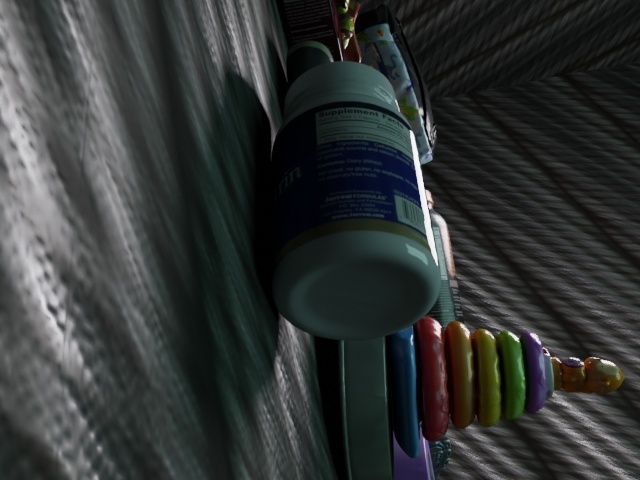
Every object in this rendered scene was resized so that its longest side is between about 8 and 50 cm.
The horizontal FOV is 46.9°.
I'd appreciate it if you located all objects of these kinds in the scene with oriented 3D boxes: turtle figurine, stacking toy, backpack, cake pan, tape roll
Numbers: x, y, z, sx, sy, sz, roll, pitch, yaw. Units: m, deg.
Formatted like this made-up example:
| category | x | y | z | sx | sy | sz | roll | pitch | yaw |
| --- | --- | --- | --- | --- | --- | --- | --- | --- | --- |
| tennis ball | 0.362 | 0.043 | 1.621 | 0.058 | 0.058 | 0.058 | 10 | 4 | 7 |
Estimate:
| category | x | y | z | sx | sy | sz | roll | pitch | yaw |
| --- | --- | --- | --- | --- | --- | --- | --- | --- | --- |
| turtle figurine | 0.014 | -0.408 | 1.205 | 0.217 | 0.087 | 0.269 | 61 | 10 | -59 |
| stacking toy | 0.244 | 0.179 | 0.974 | 0.175 | 0.302 | 0.165 | -59 | 145 | -77 |
| backpack | 0.156 | -0.325 | 1.770 | 0.355 | 0.273 | 0.290 | 60 | -3 | 24 |
| cake pan | 0.064 | 0.184 | 0.969 | 0.293 | 0.054 | 0.293 | -3 | 90 | -84 |
| tape roll | 0.168 | 0.486 | 1.349 | 0.275 | 0.090 | 0.274 | -9 | 90 | -81 |

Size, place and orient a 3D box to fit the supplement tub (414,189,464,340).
| category | x | y | z | sx | sy | sz | roll | pitch | yaw |
| --- | --- | --- | --- | --- | --- | --- | --- | --- | --- |
| supplement tub | 0.159 | 0.072 | 1.396 | 0.193 | 0.194 | 0.315 | 50 | 32 | -75 |

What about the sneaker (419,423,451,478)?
| category | x | y | z | sx | sy | sz | roll | pitch | yaw |
| --- | --- | --- | --- | --- | --- | --- | --- | --- | --- |
| sneaker | 0.215 | 0.396 | 1.595 | 0.129 | 0.111 | 0.297 | 28 | -73 | 64 |

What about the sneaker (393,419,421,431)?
| category | x | y | z | sx | sy | sz | roll | pitch | yaw |
| --- | --- | --- | --- | --- | --- | --- | --- | --- | --- |
| sneaker | 0.164 | 0.268 | 1.536 | 0.118 | 0.107 | 0.278 | 78 | 6 | -64 |

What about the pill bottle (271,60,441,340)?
| category | x | y | z | sx | sy | sz | roll | pitch | yaw |
| --- | --- | --- | --- | --- | --- | --- | --- | --- | --- |
| pill bottle | 0.027 | -0.048 | 0.731 | 0.153 | 0.153 | 0.264 | 71 | 12 | -49 |

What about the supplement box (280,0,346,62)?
| category | x | y | z | sx | sy | sz | roll | pitch | yaw |
| --- | --- | --- | --- | --- | --- | --- | --- | --- | --- |
| supplement box | -0.013 | -0.327 | 1.072 | 0.130 | 0.073 | 0.239 | -90 | 169 | -54 |

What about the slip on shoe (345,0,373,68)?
| category | x | y | z | sx | sy | sz | roll | pitch | yaw |
| --- | --- | --- | --- | --- | --- | --- | --- | --- | --- |
| slip on shoe | 0.059 | -0.322 | 1.488 | 0.123 | 0.101 | 0.331 | -76 | 157 | -75 |

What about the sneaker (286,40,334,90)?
| category | x | y | z | sx | sy | sz | roll | pitch | yaw |
| --- | --- | --- | --- | --- | --- | --- | --- | --- | --- |
| sneaker | 0.001 | -0.140 | 0.978 | 0.222 | 0.083 | 0.118 | 62 | 25 | -45 |
